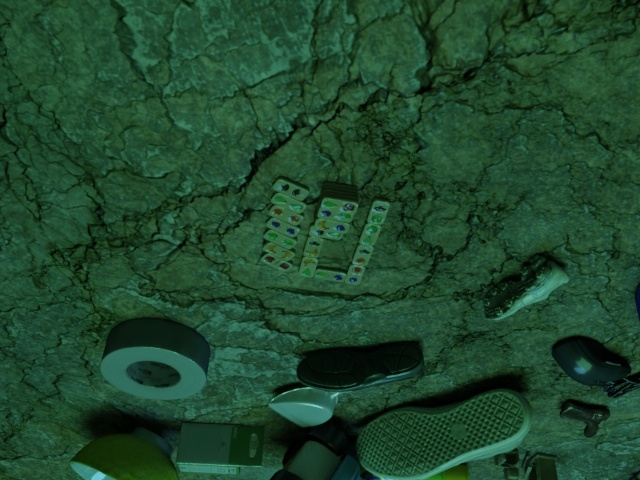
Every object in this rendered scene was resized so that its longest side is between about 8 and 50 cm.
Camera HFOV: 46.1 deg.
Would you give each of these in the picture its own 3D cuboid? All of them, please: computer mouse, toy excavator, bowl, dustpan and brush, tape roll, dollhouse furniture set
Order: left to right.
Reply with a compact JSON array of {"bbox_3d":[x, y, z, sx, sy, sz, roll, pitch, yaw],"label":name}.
[{"bbox_3d":[-0.453,0.559,1.864,0.290,0.156,0.289,22,148,15],"label":"bowl"},{"bbox_3d":[-0.345,0.253,1.583,0.219,0.072,0.219,1,140,1],"label":"tape roll"},{"bbox_3d":[0.006,0.363,1.716,0.211,0.060,0.147,-17,138,32],"label":"dustpan and brush"},{"bbox_3d":[0.045,0.719,1.856,0.445,0.222,0.433,39,138,6],"label":"toy excavator"},{"bbox_3d":[0.518,0.639,1.906,0.161,0.181,0.101,12,139,-11],"label":"dollhouse furniture set"},{"bbox_3d":[0.614,0.263,1.548,0.262,0.060,0.184,32,133,-31],"label":"computer mouse"}]

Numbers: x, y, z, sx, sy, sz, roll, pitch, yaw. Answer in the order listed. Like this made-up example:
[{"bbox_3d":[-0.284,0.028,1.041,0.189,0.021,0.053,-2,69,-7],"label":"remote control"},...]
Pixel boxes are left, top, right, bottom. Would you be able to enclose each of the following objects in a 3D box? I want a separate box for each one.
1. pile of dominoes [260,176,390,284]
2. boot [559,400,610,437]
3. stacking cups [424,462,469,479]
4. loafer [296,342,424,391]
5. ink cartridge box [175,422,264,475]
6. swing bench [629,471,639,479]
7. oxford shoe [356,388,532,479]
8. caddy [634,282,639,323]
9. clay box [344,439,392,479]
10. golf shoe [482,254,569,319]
[{"bbox_3d":[0.000,0.000,1.287,0.196,0.040,0.251,8,139,-7],"label":"pile of dominoes"},{"bbox_3d":[0.597,0.415,1.747,0.114,0.037,0.106,10,127,-13],"label":"boot"},{"bbox_3d":[0.230,0.622,1.990,0.317,0.096,0.096,2,140,9],"label":"stacking cups"},{"bbox_3d":[0.087,0.279,1.577,0.268,0.096,0.084,-9,145,10],"label":"loafer"},{"bbox_3d":[-0.244,0.516,1.862,0.210,0.108,0.062,2,140,0],"label":"ink cartridge box"},{"bbox_3d":[0.864,0.770,1.987,0.165,0.253,0.254,19,137,-18],"label":"swing bench"},{"bbox_3d":[0.286,0.448,1.727,0.450,0.169,0.130,-24,155,28],"label":"oxford shoe"},{"bbox_3d":[0.691,0.121,1.284,0.242,0.179,0.341,4,140,-3],"label":"caddy"},{"bbox_3d":[0.144,0.612,1.918,0.128,0.053,0.221,-8,107,12],"label":"clay box"},{"bbox_3d":[0.374,0.100,1.368,0.086,0.069,0.176,19,139,-27],"label":"golf shoe"}]
